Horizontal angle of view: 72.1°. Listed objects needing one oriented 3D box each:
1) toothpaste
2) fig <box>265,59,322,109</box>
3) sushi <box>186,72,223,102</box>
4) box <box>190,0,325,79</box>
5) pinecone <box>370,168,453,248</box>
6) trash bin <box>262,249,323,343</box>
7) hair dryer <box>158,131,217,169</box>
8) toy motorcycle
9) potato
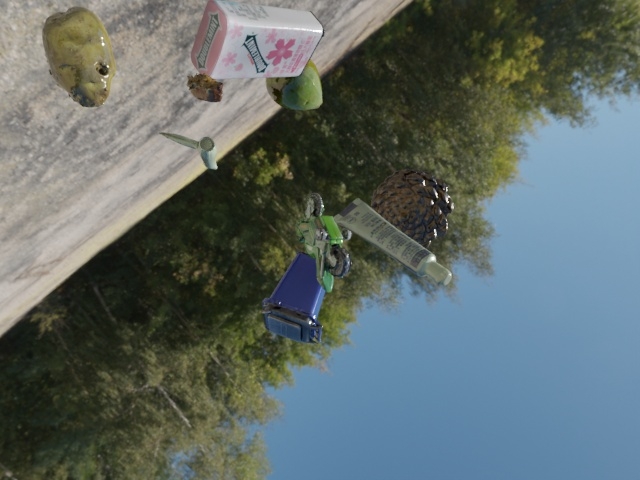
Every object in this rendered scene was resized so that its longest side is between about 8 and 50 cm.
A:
[{"bbox_3d":[0.108,0.000,0.666,0.062,0.037,0.216,-37,-129,-20],"label":"toothpaste"},{"bbox_3d":[-0.101,-0.592,1.673,0.207,0.230,0.207,-15,-146,10],"label":"fig"},{"bbox_3d":[-0.257,-0.344,0.976,0.117,0.060,0.061,15,-137,23],"label":"sushi"},{"bbox_3d":[-0.164,-0.554,1.238,0.369,0.112,0.190,-22,162,-43],"label":"box"},{"bbox_3d":[0.263,-0.103,1.291,0.243,0.243,0.257,-30,-151,39],"label":"pinecone"},{"bbox_3d":[-0.050,0.168,1.297,0.163,0.183,0.235,95,16,-53],"label":"trash bin"},{"bbox_3d":[-0.523,-0.370,1.742,0.206,0.237,0.076,132,-21,-72],"label":"hair dryer"},{"bbox_3d":[0.000,0.000,0.874,0.074,0.190,0.106,-2,146,-35],"label":"toy motorcycle"},{"bbox_3d":[-0.747,-0.566,1.369,0.191,0.297,0.141,-9,-171,-14],"label":"potato"}]
